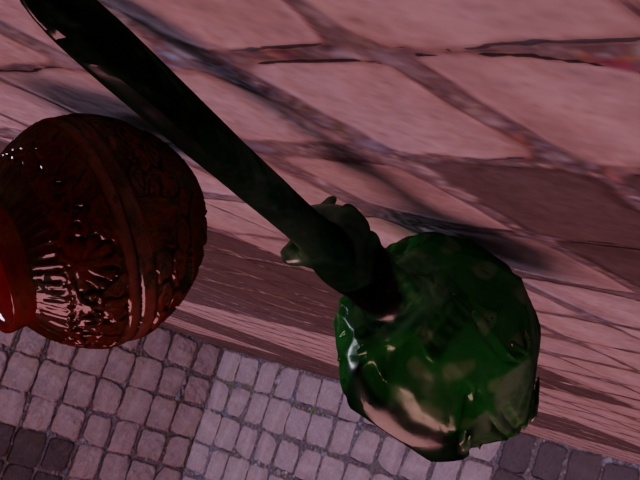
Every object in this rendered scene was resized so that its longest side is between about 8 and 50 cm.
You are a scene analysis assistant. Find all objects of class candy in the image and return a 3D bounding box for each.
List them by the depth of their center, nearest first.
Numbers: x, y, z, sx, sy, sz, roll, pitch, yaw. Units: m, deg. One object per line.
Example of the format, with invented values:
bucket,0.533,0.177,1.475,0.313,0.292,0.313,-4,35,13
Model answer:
candy,0.001,-0.002,0.446,0.097,0.097,0.323,13,162,34

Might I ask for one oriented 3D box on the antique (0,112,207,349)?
antique,-0.095,-0.004,0.512,0.104,0.104,0.104,18,172,2
